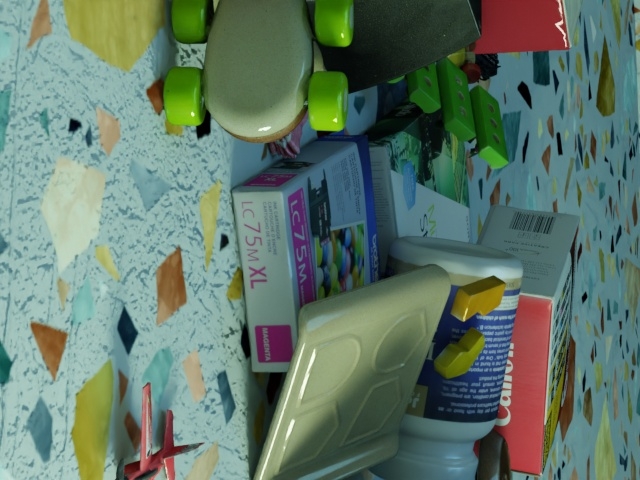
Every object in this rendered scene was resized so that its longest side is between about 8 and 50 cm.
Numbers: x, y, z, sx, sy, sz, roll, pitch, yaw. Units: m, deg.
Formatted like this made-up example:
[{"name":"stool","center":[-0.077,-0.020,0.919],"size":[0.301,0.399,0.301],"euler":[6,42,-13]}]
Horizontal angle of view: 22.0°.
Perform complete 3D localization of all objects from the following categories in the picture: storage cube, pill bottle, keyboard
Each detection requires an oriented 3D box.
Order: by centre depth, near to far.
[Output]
[{"name":"pill bottle","center":[0.132,0.137,1.839],"size":[0.153,0.153,0.265],"euler":[-10,109,-69]},{"name":"storage cube","center":[0.238,-0.372,2.165],"size":[0.215,0.193,0.184],"euler":[-67,149,-45]},{"name":"keyboard","center":[0.240,-0.280,2.393],"size":[0.192,0.038,0.100],"euler":[17,74,-68]}]

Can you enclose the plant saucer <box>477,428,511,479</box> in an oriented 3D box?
[{"name":"plant saucer","center":[0.227,0.324,2.132],"size":[0.168,0.029,0.168],"euler":[-1,90,-76]}]

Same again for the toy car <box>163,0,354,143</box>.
[{"name":"toy car","center":[-0.043,-0.143,1.488],"size":[0.188,0.155,0.149],"euler":[61,33,-75]}]

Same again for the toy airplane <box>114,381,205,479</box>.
[{"name":"toy airplane","center":[-0.139,0.184,1.370],"size":[0.151,0.028,0.151],"euler":[1,90,-70]}]

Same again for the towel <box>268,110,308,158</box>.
[{"name":"towel","center":[-0.038,-0.198,1.652],"size":[0.144,0.029,0.197],"euler":[-67,149,-49]}]

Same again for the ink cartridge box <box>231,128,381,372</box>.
[{"name":"ink cartridge box","center":[0.000,0.000,1.708],"size":[0.311,0.065,0.186],"euler":[-41,128,-66]}]

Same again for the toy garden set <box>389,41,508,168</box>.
[{"name":"toy garden set","center":[0.126,-0.214,1.995],"size":[0.244,0.049,0.204],"euler":[35,36,-36]}]

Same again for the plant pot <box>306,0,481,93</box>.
[{"name":"plant pot","center":[0.078,-0.287,1.732],"size":[0.188,0.167,0.187],"euler":[58,29,-57]}]

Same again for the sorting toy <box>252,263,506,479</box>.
[{"name":"sorting toy","center":[0.059,0.130,1.658],"size":[0.307,0.041,0.229],"euler":[-16,130,-44]}]

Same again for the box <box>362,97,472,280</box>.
[{"name":"box","center":[0.117,-0.047,2.024],"size":[0.322,0.058,0.232],"euler":[-46,132,-64]}]

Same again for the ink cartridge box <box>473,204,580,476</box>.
[{"name":"ink cartridge box","center":[0.262,0.156,2.242],"size":[0.272,0.130,0.309],"euler":[-62,155,-52]}]
